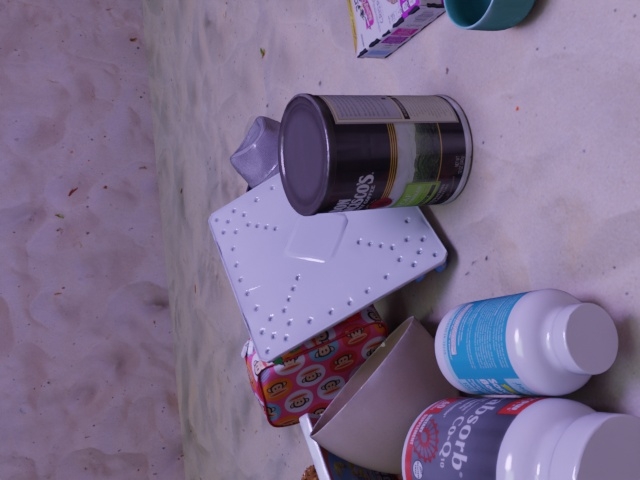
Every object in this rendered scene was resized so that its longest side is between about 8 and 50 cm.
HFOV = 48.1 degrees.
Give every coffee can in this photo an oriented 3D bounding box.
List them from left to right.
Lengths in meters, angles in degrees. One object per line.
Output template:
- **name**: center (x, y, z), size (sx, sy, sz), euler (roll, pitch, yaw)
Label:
- **coffee can**: center (0.090, -0.152, 1.237), size (0.201, 0.275, 0.202), euler (23, 116, 62)

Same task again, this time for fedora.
- **fedora**: center (-0.133, -0.216, 1.743), size (0.244, 0.124, 0.275), euler (-54, 20, 0)

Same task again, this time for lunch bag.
- **lunch bag**: center (-0.004, 0.234, 1.447), size (0.258, 0.293, 0.120), euler (83, 163, -44)

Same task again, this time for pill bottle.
- **pill bottle**: center (0.291, 0.148, 1.028), size (0.264, 0.146, 0.146), euler (155, 107, -64)
- **pill bottle**: center (0.288, 0.324, 0.997), size (0.363, 0.210, 0.210), euler (-25, 72, 62)

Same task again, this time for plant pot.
- **plant pot**: center (0.143, 0.304, 1.279), size (0.191, 0.284, 0.284), euler (42, 144, 4)

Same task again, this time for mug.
- **mug**: center (0.261, -0.383, 1.043), size (0.158, 0.097, 0.129), euler (-60, 42, 49)

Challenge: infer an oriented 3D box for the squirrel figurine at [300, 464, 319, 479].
- **squirrel figurine**: center (-0.029, 0.634, 1.509), size (0.281, 0.370, 0.397), euler (10, 81, 30)

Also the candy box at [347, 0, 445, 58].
- **candy box**: center (0.134, -0.454, 1.323), size (0.233, 0.071, 0.159), euler (-23, 75, 64)

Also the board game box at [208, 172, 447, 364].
- **board game box**: center (0.000, 0.000, 1.407), size (0.050, 0.390, 0.390), euler (53, -172, -52)

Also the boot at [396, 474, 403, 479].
- **boot**: center (0.230, 0.475, 1.295), size (0.283, 0.109, 0.220), euler (105, 152, -50)

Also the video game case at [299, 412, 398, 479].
- **video game case**: center (0.081, 0.447, 1.404), size (0.025, 0.285, 0.204), euler (-37, 55, 22)
